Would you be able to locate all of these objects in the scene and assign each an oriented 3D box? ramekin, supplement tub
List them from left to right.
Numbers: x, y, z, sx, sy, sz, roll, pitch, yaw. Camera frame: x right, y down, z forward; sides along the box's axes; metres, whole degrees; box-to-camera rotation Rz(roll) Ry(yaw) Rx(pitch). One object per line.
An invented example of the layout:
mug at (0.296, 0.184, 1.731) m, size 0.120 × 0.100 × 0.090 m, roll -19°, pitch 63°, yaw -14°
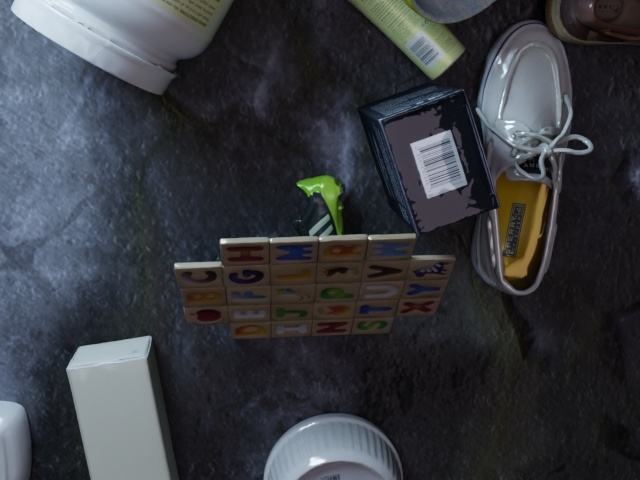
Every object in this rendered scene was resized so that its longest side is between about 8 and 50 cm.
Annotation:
supplement tub at (-0.191, -0.359, 1.032) m, size 0.235 × 0.235 × 0.324 m, roll 30°, pitch 99°, yaw -10°
ramekin at (0.022, 0.364, 1.277) m, size 0.207 × 0.109 × 0.207 m, roll -1°, pitch 103°, yaw -4°

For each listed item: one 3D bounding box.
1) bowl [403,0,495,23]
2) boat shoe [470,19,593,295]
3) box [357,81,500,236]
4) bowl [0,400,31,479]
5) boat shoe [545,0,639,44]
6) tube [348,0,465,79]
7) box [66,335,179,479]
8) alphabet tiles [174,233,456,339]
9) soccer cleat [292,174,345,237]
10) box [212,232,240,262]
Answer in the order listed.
bowl at (0.148, -0.426, 1.067) m, size 0.156 × 0.289 × 0.289 m, roll 41°, pitch 99°, yaw 32°
boat shoe at (0.270, -0.102, 1.164) m, size 0.136 × 0.156 × 0.366 m, roll 6°, pitch 100°, yaw -7°
box at (0.130, -0.109, 1.128) m, size 0.108 × 0.207 × 0.153 m, roll -20°, pitch 105°, yaw 0°
bowl at (-0.483, 0.300, 1.253) m, size 0.142 × 0.053 × 0.141 m, roll -1°, pitch 103°, yaw -6°
boat shoe at (0.465, -0.302, 1.137) m, size 0.342 × 0.123 × 0.123 m, roll -4°, pitch 103°, yaw -15°
tube at (0.087, -0.315, 1.159) m, size 0.240 × 0.062 × 0.070 m, roll 44°, pitch 55°, yaw -8°
box at (-0.267, 0.280, 1.243) m, size 0.113 × 0.094 × 0.275 m, roll -7°, pitch 103°, yaw -3°
alphabet tiles at (-0.008, 0.066, 1.150) m, size 0.343 × 0.285 × 0.011 m, roll -2°, pitch 62°, yaw -4°
soccer cleat at (0.000, 0.000, 1.224) m, size 0.072 × 0.060 × 0.178 m, roll -2°, pitch 97°, yaw 6°
box at (-0.110, 0.033, 1.204) m, size 0.062 × 0.083 × 0.052 m, roll 29°, pitch 99°, yaw -10°
